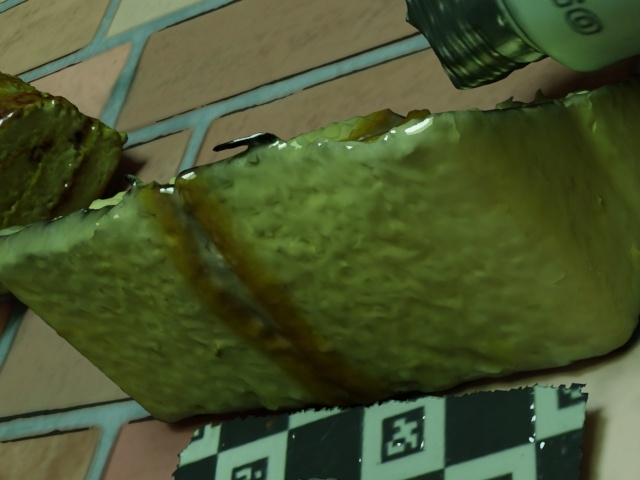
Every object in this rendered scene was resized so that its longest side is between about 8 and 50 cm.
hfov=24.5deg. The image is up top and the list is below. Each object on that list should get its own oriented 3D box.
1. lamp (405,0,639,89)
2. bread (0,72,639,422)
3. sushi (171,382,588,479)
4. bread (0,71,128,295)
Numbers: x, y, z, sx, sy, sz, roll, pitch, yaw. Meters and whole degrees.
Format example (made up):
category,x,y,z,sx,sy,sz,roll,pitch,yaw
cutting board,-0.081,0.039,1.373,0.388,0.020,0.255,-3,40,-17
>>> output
category,x,y,z,sx,sy,sz,roll,pitch,yaw
lamp,0.170,-0.122,0.521,0.314,0.182,0.182,-44,31,36
bread,0.000,0.000,0.620,0.266,0.178,0.141,-16,77,40
sushi,-0.011,0.134,0.539,0.210,0.040,0.192,-14,50,38
bread,-0.210,-0.048,0.879,0.132,0.103,0.172,-54,38,-5
